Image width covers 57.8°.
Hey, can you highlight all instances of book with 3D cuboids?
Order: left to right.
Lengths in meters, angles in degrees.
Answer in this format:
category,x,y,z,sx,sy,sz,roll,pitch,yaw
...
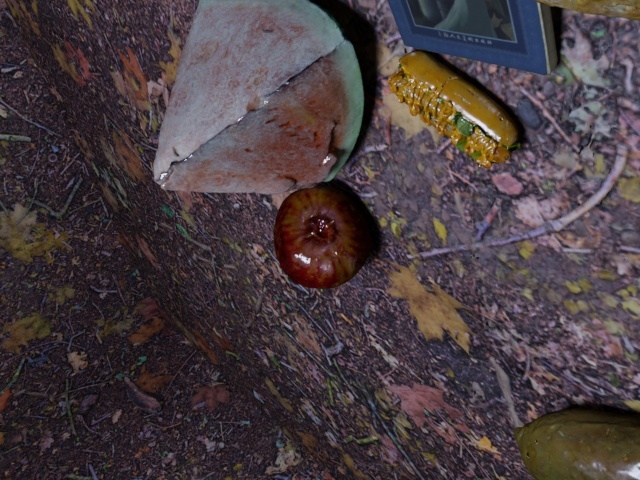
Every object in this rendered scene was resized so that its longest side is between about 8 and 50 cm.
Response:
category,x,y,z,sx,sy,sz,roll,pitch,yaw
book,0.112,-0.275,0.530,0.191,0.025,0.269,29,163,40

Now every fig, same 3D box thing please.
category,x,y,z,sx,sy,sz,roll,pitch,yaw
fig,0.001,0.005,1.006,0.175,0.175,0.207,47,167,12

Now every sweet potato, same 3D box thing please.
category,x,y,z,sx,sy,sz,roll,pitch,yaw
sweet potato,0.411,0.273,0.701,0.130,0.130,0.423,57,147,-7

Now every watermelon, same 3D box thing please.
category,x,y,z,sx,sy,sz,roll,pitch,yaw
watermelon,-0.105,-0.201,0.837,0.283,0.293,0.250,82,171,-45

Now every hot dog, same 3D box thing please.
category,x,y,z,sx,sy,sz,roll,pitch,yaw
hot dog,0.148,-0.154,0.673,0.188,0.055,0.072,42,153,19

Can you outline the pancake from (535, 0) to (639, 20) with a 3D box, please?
category,x,y,z,sx,sy,sz,roll,pitch,yaw
pancake,0.229,-0.249,0.260,0.387,0.082,0.387,17,155,8
